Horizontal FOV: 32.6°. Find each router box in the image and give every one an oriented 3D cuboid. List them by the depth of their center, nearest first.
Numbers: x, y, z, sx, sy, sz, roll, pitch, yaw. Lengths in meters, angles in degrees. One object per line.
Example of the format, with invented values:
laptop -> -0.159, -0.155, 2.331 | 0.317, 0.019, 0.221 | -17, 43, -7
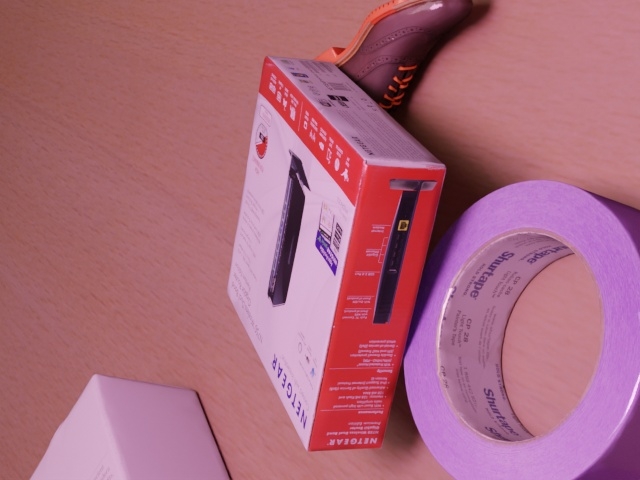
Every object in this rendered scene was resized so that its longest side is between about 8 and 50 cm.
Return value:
router box -> 0.000, 0.000, 1.140 | 0.335, 0.082, 0.301 | -127, 43, -59

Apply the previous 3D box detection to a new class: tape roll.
tape roll -> 0.197, 0.090, 0.960 | 0.275, 0.090, 0.275 | -22, 60, 46

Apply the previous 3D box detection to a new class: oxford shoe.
oxford shoe -> 0.083, -0.196, 1.225 | 0.271, 0.097, 0.098 | -31, 72, 51

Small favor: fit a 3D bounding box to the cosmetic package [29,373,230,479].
cosmetic package -> -0.202, 0.404, 1.308 | 0.230, 0.161, 0.453 | -55, 41, 25
